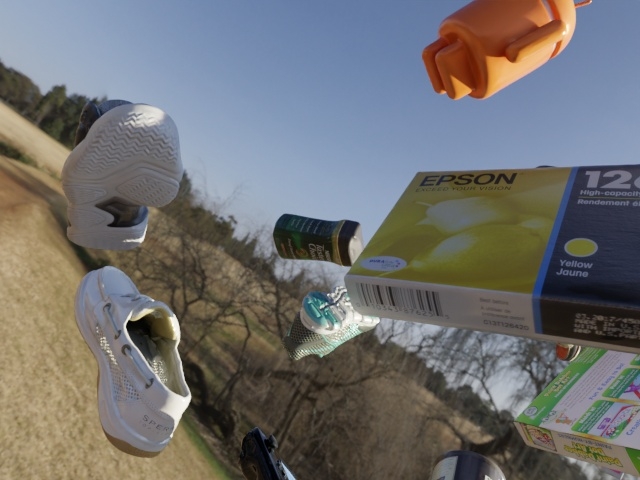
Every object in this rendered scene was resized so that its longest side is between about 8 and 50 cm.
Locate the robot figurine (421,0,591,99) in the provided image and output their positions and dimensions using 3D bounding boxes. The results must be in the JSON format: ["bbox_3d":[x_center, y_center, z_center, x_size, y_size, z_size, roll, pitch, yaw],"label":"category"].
[{"bbox_3d":[0.252,-0.285,0.729,0.128,0.219,0.158,59,0,8],"label":"robot figurine"}]

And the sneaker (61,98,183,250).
[{"bbox_3d":[-0.210,-0.098,0.545,0.101,0.153,0.268,7,-24,-27],"label":"sneaker"}]

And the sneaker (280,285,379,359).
[{"bbox_3d":[0.009,0.099,0.611,0.065,0.076,0.166,47,18,26],"label":"sneaker"}]

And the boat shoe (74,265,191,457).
[{"bbox_3d":[-0.206,0.108,0.604,0.098,0.096,0.277,33,12,-46],"label":"boat shoe"}]

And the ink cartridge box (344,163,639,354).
[{"bbox_3d":[0.227,-0.023,0.574,0.304,0.307,0.072,2,-50,34],"label":"ink cartridge box"}]

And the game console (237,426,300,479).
[{"bbox_3d":[0.018,0.323,0.528,0.213,0.044,0.361,35,-24,49],"label":"game console"}]

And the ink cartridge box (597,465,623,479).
[{"bbox_3d":[0.758,0.416,1.315,0.065,0.311,0.186,22,0,11],"label":"ink cartridge box"}]

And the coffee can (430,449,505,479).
[{"bbox_3d":[0.367,0.720,1.355,0.201,0.201,0.275,32,32,6],"label":"coffee can"}]

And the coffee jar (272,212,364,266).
[{"bbox_3d":[0.000,0.000,1.079,0.184,0.079,0.096,6,-47,24],"label":"coffee jar"}]

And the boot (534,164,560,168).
[{"bbox_3d":[0.468,-0.048,0.991,0.198,0.077,0.137,56,-9,50],"label":"boot"}]

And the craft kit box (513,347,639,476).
[{"bbox_3d":[0.458,0.230,0.773,0.061,0.250,0.246,61,-23,-7],"label":"craft kit box"}]

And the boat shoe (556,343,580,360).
[{"bbox_3d":[0.458,0.172,0.977,0.049,0.043,0.137,-125,-152,-54],"label":"boat shoe"}]
